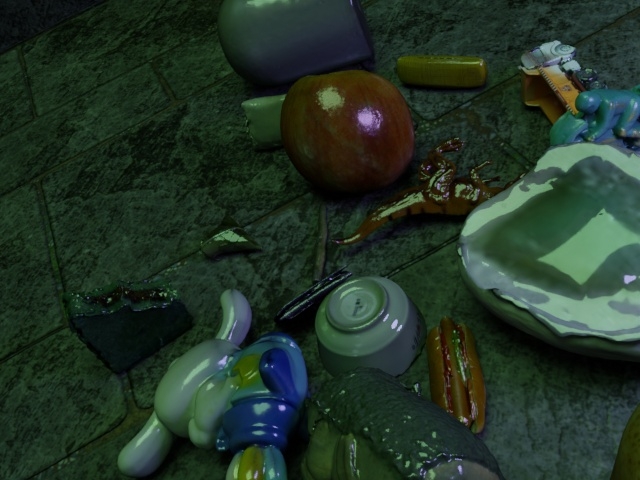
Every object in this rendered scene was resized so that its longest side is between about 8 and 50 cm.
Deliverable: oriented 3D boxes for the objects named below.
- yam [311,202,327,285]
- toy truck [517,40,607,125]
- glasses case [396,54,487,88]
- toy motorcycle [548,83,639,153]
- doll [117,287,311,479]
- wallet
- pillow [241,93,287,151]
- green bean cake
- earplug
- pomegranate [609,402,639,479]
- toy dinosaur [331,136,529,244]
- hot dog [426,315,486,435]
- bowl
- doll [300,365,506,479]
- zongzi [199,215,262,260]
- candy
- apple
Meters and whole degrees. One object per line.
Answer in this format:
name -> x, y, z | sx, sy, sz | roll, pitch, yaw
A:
yam -> 0.000, 0.001, 1.480 | 0.027, 0.029, 0.234 | -33, 35, 33
toy truck -> 0.527, -0.323, 1.513 | 0.135, 0.114, 0.270 | -16, 47, 2
glasses case -> 0.301, -0.421, 1.720 | 0.234, 0.079, 0.064 | 11, 47, 31
toy motorcycle -> 0.551, -0.220, 1.341 | 0.297, 0.198, 0.109 | -25, 39, -3
doll -> -0.139, 0.274, 1.193 | 0.366, 0.187, 0.375 | 9, 75, 40
wallet -> -0.017, 0.110, 1.343 | 0.166, 0.111, 0.030 | -34, 84, -12
pillow -> -0.099, -0.304, 1.745 | 0.182, 0.134, 0.077 | -6, 35, 18
green bean cake -> -0.386, 0.141, 1.398 | 0.208, 0.193, 0.107 | -31, 39, -9
earplug -> -0.081, -0.592, 1.880 | 0.394, 0.312, 0.312 | -15, 45, 10
pomegranate -> 0.500, 0.300, 0.732 | 0.417, 0.416, 0.416 | -12, 45, 12
toy dinosaur -> 0.235, -0.107, 1.443 | 0.433, 0.097, 0.208 | -13, 54, 17
hot dog -> 0.223, 0.221, 1.155 | 0.092, 0.062, 0.235 | -16, 43, 13
bowl -> 0.078, 0.145, 1.254 | 0.212, 0.112, 0.211 | -13, 44, 13
doll -> 0.098, 0.323, 0.998 | 0.247, 0.247, 0.349 | -32, 34, -9
zongzi -> -0.205, 0.016, 1.540 | 0.109, 0.055, 0.119 | -40, 57, -13
candy -> 0.464, 0.028, 1.146 | 0.386, 0.186, 0.427 | -43, 49, -7
apple -> 0.053, -0.257, 1.534 | 0.302, 0.301, 0.301 | -12, 45, 12
